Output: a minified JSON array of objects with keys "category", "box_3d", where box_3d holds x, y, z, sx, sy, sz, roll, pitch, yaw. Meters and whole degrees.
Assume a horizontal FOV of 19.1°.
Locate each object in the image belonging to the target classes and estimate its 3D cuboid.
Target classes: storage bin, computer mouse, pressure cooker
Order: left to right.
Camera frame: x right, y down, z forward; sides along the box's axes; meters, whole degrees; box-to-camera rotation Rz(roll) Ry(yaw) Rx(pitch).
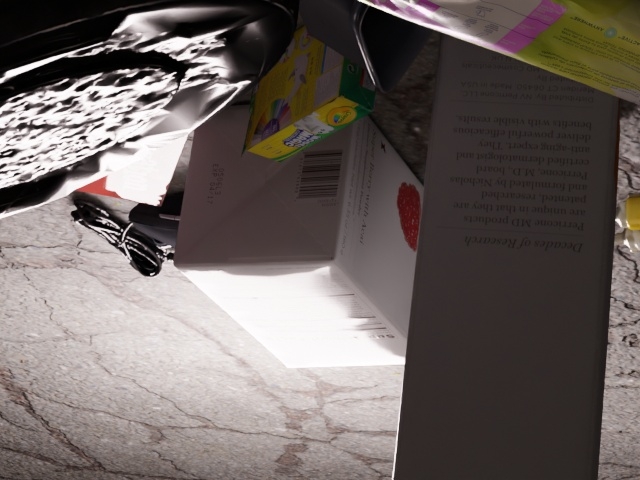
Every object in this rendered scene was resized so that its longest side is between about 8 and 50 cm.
[{"category":"pressure cooker","box_3d":[-0.239,-0.247,1.124,0.370,0.420,0.375,-23,170,-3]},{"category":"computer mouse","box_3d":[-0.140,0.006,2.153,0.262,0.060,0.184,-4,154,28]},{"category":"storage bin","box_3d":[0.033,-0.202,1.562,0.091,0.098,0.135,30,166,21]}]

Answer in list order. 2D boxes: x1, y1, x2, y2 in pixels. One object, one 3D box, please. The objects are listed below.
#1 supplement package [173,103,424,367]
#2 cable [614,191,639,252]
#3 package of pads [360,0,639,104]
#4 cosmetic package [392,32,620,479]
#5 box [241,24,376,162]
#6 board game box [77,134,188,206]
[{"category":"supplement package","box_3d":[0.000,0.000,1.934,0.175,0.177,0.293,-2,156,22]},{"category":"cable","box_3d":[0.420,-0.029,1.866,0.287,0.072,0.139,-6,160,31]},{"category":"package of pads","box_3d":[0.158,-0.227,1.254,0.297,0.229,0.101,17,157,-22]},{"category":"cosmetic package","box_3d":[0.168,0.052,1.637,0.162,0.453,0.230,4,158,10]},{"category":"box","box_3d":[-0.011,-0.138,1.696,0.043,0.105,0.179,22,155,-29]},{"category":"board game box","box_3d":[-0.212,-0.108,1.942,0.145,0.027,0.281,10,158,-9]}]
